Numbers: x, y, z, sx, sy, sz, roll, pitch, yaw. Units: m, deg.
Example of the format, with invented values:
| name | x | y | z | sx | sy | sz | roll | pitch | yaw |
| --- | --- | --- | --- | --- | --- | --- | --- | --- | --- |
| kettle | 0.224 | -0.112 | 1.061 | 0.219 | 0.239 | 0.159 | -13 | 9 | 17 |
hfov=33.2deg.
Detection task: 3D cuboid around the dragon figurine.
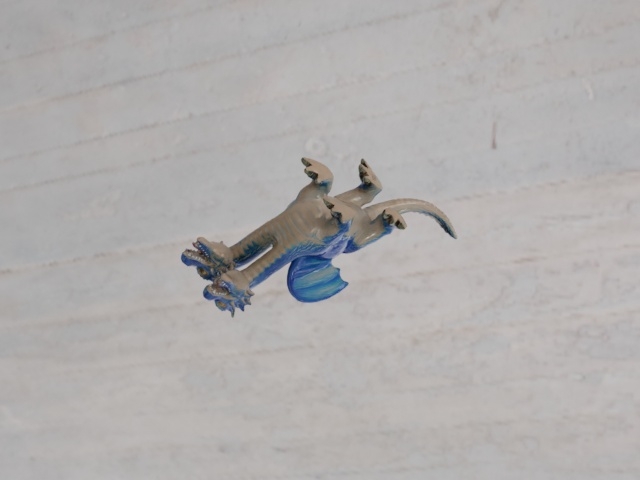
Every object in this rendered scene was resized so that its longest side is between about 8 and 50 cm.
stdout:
| name | x | y | z | sx | sy | sz | roll | pitch | yaw |
| --- | --- | --- | --- | --- | --- | --- | --- | --- | --- |
| dragon figurine | 0.000 | 0.000 | 1.010 | 0.289 | 0.085 | 0.144 | -3 | 145 | -52 |
